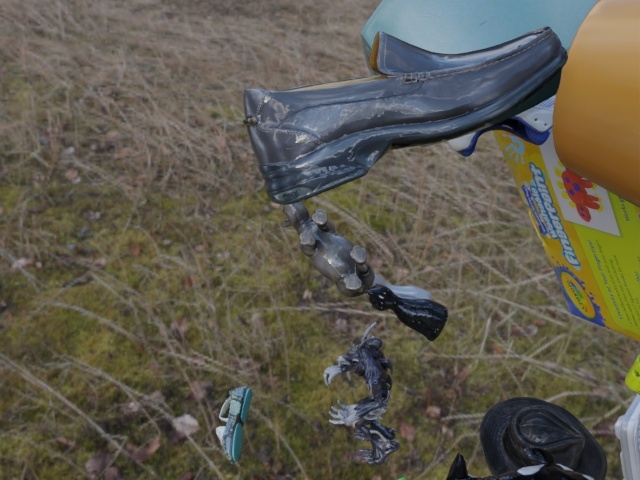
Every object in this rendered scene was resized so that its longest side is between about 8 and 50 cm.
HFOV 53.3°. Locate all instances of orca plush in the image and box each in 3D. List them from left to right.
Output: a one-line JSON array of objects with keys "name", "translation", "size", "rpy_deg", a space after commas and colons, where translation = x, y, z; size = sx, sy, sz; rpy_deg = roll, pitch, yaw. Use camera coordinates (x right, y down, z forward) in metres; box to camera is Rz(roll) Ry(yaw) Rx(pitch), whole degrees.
[{"name": "orca plush", "translation": [0.350, 0.397, 1.025], "size": [0.287, 0.102, 0.151], "rpy_deg": [24, 62, -9]}]

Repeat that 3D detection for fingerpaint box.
[{"name": "fingerpaint box", "translation": [0.531, -0.037, 1.059], "size": [0.163, 0.445, 0.371], "rpy_deg": [-35, 21, -12]}]

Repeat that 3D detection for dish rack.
[{"name": "dish rack", "translation": [0.842, 0.490, 1.635], "size": [0.072, 0.286, 0.333], "rpy_deg": [2, 25, 44]}]

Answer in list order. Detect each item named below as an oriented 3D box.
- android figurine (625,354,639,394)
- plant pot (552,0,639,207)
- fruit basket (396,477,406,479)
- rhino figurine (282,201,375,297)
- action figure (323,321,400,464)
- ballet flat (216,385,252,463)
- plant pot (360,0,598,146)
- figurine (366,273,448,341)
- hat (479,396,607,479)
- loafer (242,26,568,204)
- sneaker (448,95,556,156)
[{"name": "android figurine", "translation": [0.745, 0.246, 1.323], "size": [0.248, 0.273, 0.056], "rpy_deg": [-21, 50, -15]}, {"name": "plant pot", "translation": [0.261, -0.082, 0.393], "size": [0.205, 0.205, 0.188], "rpy_deg": [-20, 33, -40]}, {"name": "fruit basket", "translation": [0.107, 0.748, 1.347], "size": [0.392, 0.283, 0.392], "rpy_deg": [16, 51, -20]}, {"name": "rhino figurine", "translation": [0.000, 0.000, 1.044], "size": [0.073, 0.106, 0.243], "rpy_deg": [-41, 67, -7]}, {"name": "action figure", "translation": [0.076, 0.295, 1.230], "size": [0.140, 0.276, 0.164], "rpy_deg": [-9, 22, 5]}, {"name": "ballet flat", "translation": [-0.202, 0.417, 1.445], "size": [0.070, 0.070, 0.188], "rpy_deg": [10, 41, 1]}, {"name": "plant pot", "translation": [0.163, -0.200, 0.589], "size": [0.165, 0.234, 0.166], "rpy_deg": [58, 6, 6]}, {"name": "figurine", "translation": [0.191, 0.146, 1.613], "size": [0.209, 0.092, 0.215], "rpy_deg": [26, 7, -12]}, {"name": "hat", "translation": [0.590, 0.514, 1.662], "size": [0.331, 0.134, 0.331], "rpy_deg": [2, 43, -2]}, {"name": "loafer", "translation": [0.042, -0.077, 0.323], "size": [0.170, 0.061, 0.062], "rpy_deg": [-24, 13, -4]}, {"name": "sneaker", "translation": [0.299, -0.191, 0.834], "size": [0.296, 0.131, 0.112], "rpy_deg": [-13, -8, 13]}]
